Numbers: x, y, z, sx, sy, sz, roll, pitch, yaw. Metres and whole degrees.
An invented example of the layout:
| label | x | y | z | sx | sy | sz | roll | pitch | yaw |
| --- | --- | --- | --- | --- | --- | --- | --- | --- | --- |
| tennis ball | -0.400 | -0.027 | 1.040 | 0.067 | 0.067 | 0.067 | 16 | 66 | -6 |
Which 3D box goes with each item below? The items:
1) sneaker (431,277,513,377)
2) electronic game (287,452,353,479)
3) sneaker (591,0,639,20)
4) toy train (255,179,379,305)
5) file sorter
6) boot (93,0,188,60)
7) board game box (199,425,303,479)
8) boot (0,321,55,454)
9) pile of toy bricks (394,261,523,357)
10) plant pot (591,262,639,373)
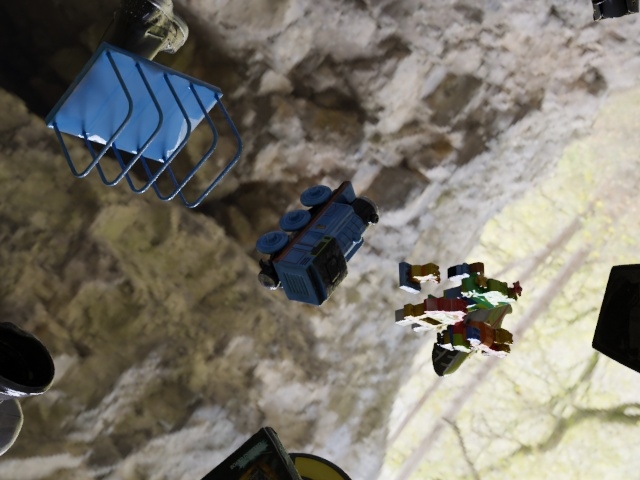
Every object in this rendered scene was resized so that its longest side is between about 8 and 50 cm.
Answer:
| label | x | y | z | sx | sy | sz | roll | pitch | yaw |
| --- | --- | --- | --- | --- | --- | --- | --- | --- | --- |
| sneaker | 0.291 | 0.177 | 1.833 | 0.094 | 0.208 | 0.081 | 43 | 170 | -27 |
| electronic game | -0.044 | 0.393 | 1.301 | 0.229 | 0.229 | 0.048 | 27 | 163 | 32 |
| sneaker | 0.338 | -0.323 | 1.149 | 0.083 | 0.118 | 0.222 | -5 | -175 | 28 |
| toy train | 0.000 | 0.000 | 1.221 | 0.105 | 0.184 | 0.080 | 12 | 135 | 36 |
| file sorter | -0.188 | -0.117 | 1.085 | 0.170 | 0.118 | 0.104 | 15 | -142 | -49 |
| boot | -0.277 | -0.271 | 1.446 | 0.085 | 0.179 | 0.236 | 27 | 176 | 2 |
| board game box | -0.099 | 0.322 | 1.146 | 0.026 | 0.186 | 0.126 | 29 | -156 | -56 |
| boot | -0.358 | 0.159 | 1.003 | 0.222 | 0.118 | 0.338 | -16 | 161 | 17 |
| pile of toy bricks | 0.190 | 0.070 | 1.185 | 0.105 | 0.118 | 0.212 | -19 | 150 | 37 |
| plant pot | 0.506 | 0.126 | 1.460 | 0.166 | 0.188 | 0.187 | 13 | 175 | 28 |
